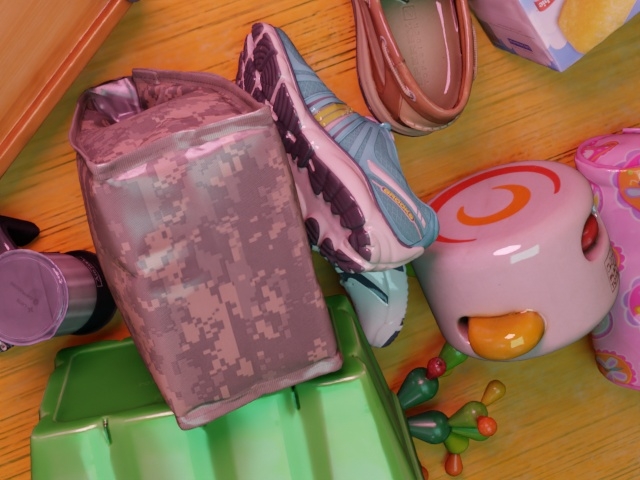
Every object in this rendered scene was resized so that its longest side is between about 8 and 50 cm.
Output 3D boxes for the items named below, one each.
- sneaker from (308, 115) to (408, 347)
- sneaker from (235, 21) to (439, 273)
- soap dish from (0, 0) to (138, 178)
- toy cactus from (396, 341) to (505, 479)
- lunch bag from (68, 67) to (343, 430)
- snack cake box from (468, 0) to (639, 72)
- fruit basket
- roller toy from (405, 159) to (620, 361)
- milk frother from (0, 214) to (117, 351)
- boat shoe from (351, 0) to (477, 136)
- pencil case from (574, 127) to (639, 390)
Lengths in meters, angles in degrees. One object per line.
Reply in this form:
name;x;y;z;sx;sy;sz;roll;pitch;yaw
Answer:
sneaker;0.000;0.000;1.041;0.153;0.094;0.235;-7;110;-11
sneaker;0.007;-0.085;0.955;0.110;0.275;0.107;-14;152;-35
soap dish;-0.289;-0.176;0.837;0.291;0.118;0.229;-52;152;4
toy cactus;0.102;0.212;1.145;0.180;0.112;0.219;6;115;-7
lunch bag;-0.114;-0.015;0.903;0.168;0.287;0.235;-21;114;-14
snack cake box;0.274;-0.284;0.987;0.264;0.152;0.089;-38;114;0
fruit basket;-0.076;0.276;0.985;0.391;0.283;0.392;-2;111;-5
roller toy;0.195;0.024;1.044;0.191;0.209;0.146;-29;114;-10
milk frother;-0.279;0.061;0.961;0.129;0.135;0.143;36;94;8
boat shoe;0.077;-0.255;0.942;0.122;0.120;0.324;-19;100;-13
pencil case;0.346;0.024;1.133;0.124;0.124;0.284;-18;113;-9
